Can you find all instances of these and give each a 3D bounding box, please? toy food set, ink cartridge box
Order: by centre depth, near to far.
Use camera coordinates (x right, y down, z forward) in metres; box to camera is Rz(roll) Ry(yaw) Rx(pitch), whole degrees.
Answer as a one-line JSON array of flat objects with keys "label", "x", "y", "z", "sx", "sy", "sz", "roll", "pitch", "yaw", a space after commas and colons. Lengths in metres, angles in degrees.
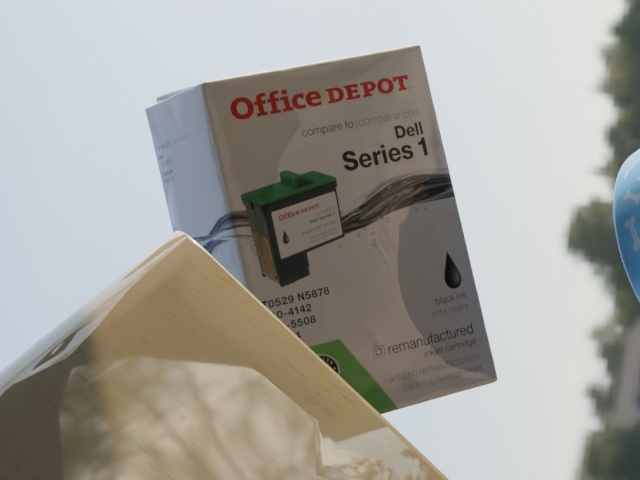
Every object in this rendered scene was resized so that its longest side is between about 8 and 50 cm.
[{"label": "toy food set", "x": -0.069, "y": 0.143, "z": 0.817, "sx": 0.220, "sy": 0.306, "sz": 0.092, "roll": -39, "pitch": -46, "yaw": -11}, {"label": "ink cartridge box", "x": 0.000, "y": 0.000, "z": 1.167, "sx": 0.092, "sy": 0.160, "sz": 0.219, "roll": -13, "pitch": 90, "yaw": 62}]

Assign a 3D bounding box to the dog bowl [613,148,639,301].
[{"label": "dog bowl", "x": 0.281, "y": -0.005, "z": 1.173, "sx": 0.297, "sy": 0.074, "sz": 0.166, "roll": -7, "pitch": -104, "yaw": -52}]
